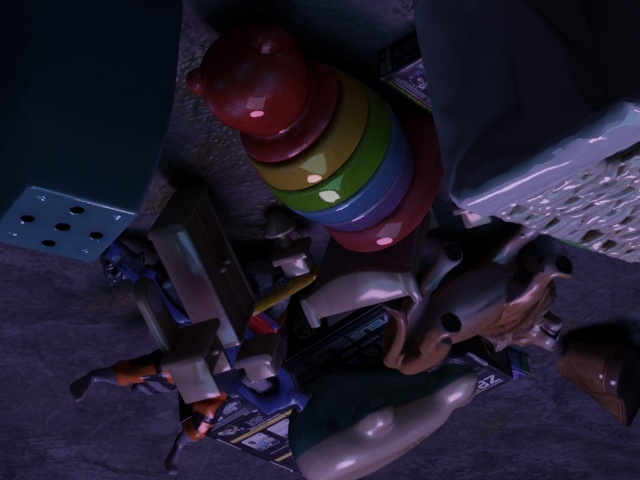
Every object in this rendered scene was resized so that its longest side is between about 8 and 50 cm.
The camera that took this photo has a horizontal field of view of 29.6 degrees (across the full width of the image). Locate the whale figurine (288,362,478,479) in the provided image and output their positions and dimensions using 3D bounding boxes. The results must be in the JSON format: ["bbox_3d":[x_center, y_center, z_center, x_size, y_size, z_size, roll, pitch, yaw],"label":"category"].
[{"bbox_3d":[0.080,0.224,1.648,0.272,0.141,0.216,-29,162,2],"label":"whale figurine"}]

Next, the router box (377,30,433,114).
[{"bbox_3d":[0.133,-0.177,1.271,0.092,0.038,0.122,-27,143,33],"label":"router box"}]

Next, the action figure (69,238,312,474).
[{"bbox_3d":[-0.182,0.123,1.639,0.330,0.178,0.341,-39,101,16],"label":"action figure"}]

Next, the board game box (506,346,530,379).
[{"bbox_3d":[0.224,0.195,1.945,0.136,0.035,0.201,-26,144,33],"label":"board game box"}]

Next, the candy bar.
[{"bbox_3d":[-0.069,0.073,1.541,0.161,0.040,0.018,-28,111,-12],"label":"candy bar"}]

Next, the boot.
[{"bbox_3d":[0.473,0.225,2.002,0.115,0.112,0.305,16,166,29],"label":"boot"}]

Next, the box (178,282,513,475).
[{"bbox_3d":[0.036,0.206,1.788,0.395,0.097,0.318,-34,134,28],"label":"box"}]

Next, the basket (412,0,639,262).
[{"bbox_3d":[0.278,-0.192,0.972,0.266,0.331,0.328,19,143,-39],"label":"basket"}]

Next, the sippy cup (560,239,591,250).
[{"bbox_3d":[0.375,-0.100,1.277,0.224,0.240,0.306,25,102,-25],"label":"sippy cup"}]

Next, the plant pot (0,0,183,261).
[{"bbox_3d":[-0.236,-0.113,1.137,0.165,0.234,0.165,15,145,-30],"label":"plant pot"}]

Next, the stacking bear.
[{"bbox_3d":[-0.012,-0.119,1.247,0.175,0.164,0.289,-22,142,28],"label":"stacking bear"}]

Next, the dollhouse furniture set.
[{"bbox_3d":[0.000,0.000,1.380,0.355,0.303,0.174,-16,113,18],"label":"dollhouse furniture set"}]

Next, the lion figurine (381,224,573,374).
[{"bbox_3d":[0.183,0.092,1.572,0.392,0.142,0.240,-12,153,-35],"label":"lion figurine"}]

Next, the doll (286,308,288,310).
[{"bbox_3d":[-0.041,0.145,1.809,0.129,0.046,0.189,-13,150,14],"label":"doll"}]
